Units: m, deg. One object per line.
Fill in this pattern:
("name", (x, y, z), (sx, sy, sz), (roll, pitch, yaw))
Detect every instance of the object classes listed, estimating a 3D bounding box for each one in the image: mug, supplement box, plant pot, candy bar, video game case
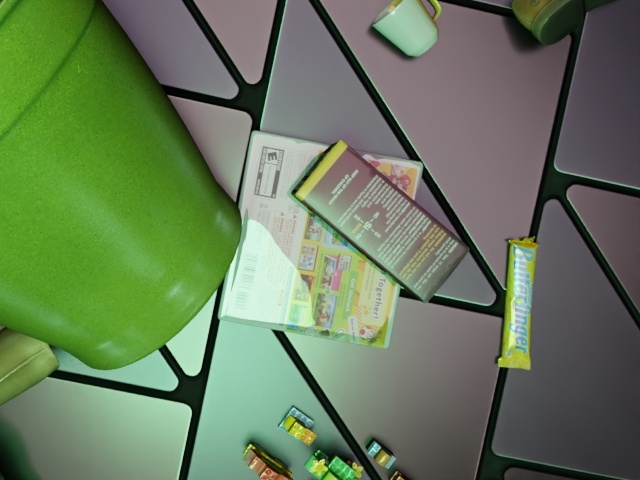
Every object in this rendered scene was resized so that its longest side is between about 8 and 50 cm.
("mug", (0.109, -0.253, 1.231), (0.078, 0.062, 0.064), (-43, 103, 6))
("supplement box", (0.064, -0.022, 1.192), (0.188, 0.104, 0.081), (40, 90, -5))
("plant pot", (-0.274, -0.060, 1.065), (0.366, 0.366, 0.353), (-45, 119, -1))
("candy bar", (0.239, 0.074, 1.280), (0.040, 0.018, 0.161), (4, 94, -5))
("video game case", (0.000, 0.000, 1.254), (0.206, 0.026, 0.226), (10, 92, -5))

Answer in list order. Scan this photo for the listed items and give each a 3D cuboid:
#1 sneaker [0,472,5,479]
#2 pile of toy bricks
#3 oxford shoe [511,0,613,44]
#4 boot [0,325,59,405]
("sneaker", (-0.366, 0.335, 1.220), (0.101, 0.106, 0.267), (-49, 117, -38))
("pile of toy bricks", (0.022, 0.279, 1.232), (0.212, 0.105, 0.118), (37, 90, -6))
("oxford shoe", (0.316, -0.314, 1.241), (0.212, 0.076, 0.076), (-32, 55, -12))
("boot", (-0.439, 0.190, 1.182), (0.269, 0.236, 0.089), (-39, 115, -24))
